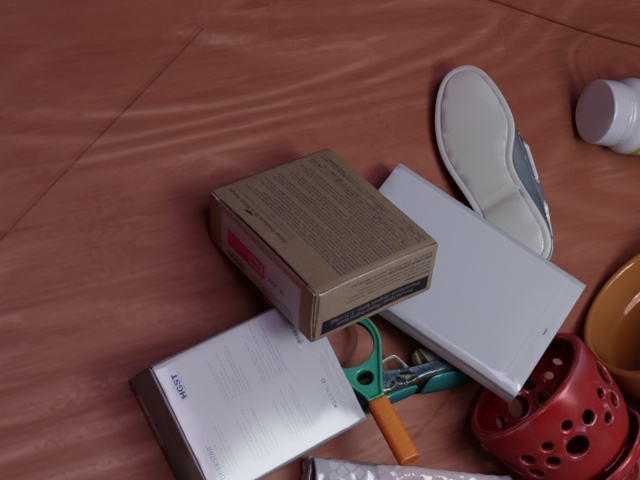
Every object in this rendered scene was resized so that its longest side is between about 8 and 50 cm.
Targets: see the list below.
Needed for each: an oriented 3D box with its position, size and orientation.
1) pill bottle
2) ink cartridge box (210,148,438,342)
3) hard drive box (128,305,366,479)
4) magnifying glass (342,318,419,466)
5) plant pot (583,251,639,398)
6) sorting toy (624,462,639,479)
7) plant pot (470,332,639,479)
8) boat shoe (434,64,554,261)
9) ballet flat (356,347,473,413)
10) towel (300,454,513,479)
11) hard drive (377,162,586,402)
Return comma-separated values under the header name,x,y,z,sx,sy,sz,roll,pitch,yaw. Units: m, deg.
name,x,y,z,sx,sy,sz,roll,pitch,yaw
pill bottle,0.509,-0.188,1.952,0.208,0.119,0.119,5,73,-26
ink cartridge box,0.000,0.000,1.594,0.193,0.088,0.234,-22,48,-29
hard drive box,-0.088,0.196,1.556,0.232,0.089,0.181,-24,86,-30
magnifying glass,0.061,0.185,1.615,0.092,0.026,0.231,-23,61,-12
plant pot,0.553,0.147,1.797,0.203,0.290,0.291,49,59,-24
sorting toy,0.409,0.425,1.731,0.132,0.046,0.275,20,65,-44
plant pot,0.325,0.249,1.689,0.174,0.191,0.191,47,60,-12
boat shoe,0.255,-0.100,1.832,0.099,0.116,0.320,19,49,-68
ballet flat,0.124,0.176,1.685,0.188,0.070,0.070,-11,80,-32
towel,0.112,0.449,1.600,0.316,0.053,0.332,12,71,-23
hard drive,0.179,0.052,1.703,0.307,0.040,0.203,34,62,8
